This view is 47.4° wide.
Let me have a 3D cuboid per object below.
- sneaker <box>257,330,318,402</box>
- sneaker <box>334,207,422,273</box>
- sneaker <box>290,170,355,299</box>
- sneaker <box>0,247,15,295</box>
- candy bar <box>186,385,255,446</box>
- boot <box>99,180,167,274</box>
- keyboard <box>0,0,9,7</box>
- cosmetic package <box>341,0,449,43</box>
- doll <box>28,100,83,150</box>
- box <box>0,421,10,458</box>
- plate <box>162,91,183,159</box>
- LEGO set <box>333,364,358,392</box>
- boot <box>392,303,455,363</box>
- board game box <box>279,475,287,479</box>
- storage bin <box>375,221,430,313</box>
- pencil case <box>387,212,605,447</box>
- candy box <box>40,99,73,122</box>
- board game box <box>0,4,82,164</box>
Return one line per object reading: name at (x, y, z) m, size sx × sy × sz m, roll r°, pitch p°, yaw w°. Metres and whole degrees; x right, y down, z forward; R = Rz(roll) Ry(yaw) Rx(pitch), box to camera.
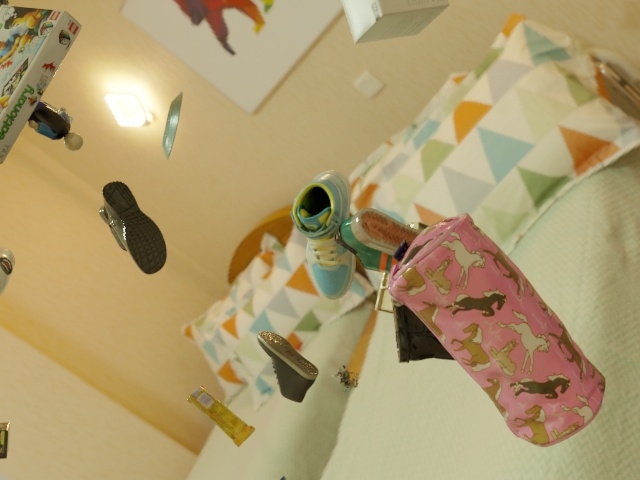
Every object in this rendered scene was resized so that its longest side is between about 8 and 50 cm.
sneaker at (-0.115, 0.360, 2.080) m, size 0.083 × 0.222 × 0.118 m, roll -7°, pitch -51°, yaw -54°
sneaker at (0.168, 0.028, 1.667) m, size 0.121 × 0.302 × 0.108 m, roll -27°, pitch 39°, yaw 51°
sneaker at (0.000, 0.000, 1.716) m, size 0.127 × 0.319 × 0.208 m, roll -2°, pitch 8°, yaw 17°
sneaker at (-0.680, 0.098, 1.280) m, size 0.331 × 0.122 × 0.146 m, roll -16°, pitch 24°, yaw 10°
candy bar at (-0.172, 0.292, 1.231) m, size 0.040 × 0.018 × 0.161 m, roll -43°, pitch 43°, yaw -21°
boot at (-0.439, -0.011, 1.709) m, size 0.083 × 0.246 × 0.161 m, roll -25°, pitch -13°, yaw -26°
keyboard at (-0.819, -0.605, 1.878) m, size 0.033 × 0.201 × 0.317 m, roll -14°, pitch -11°, yaw -19°
cosmetic package at (0.164, -0.561, 1.672) m, size 0.184 × 0.151 × 0.151 m, roll -15°, pitch -6°, yaw -24°
doll at (-0.548, -0.245, 1.445) m, size 0.046 × 0.189 × 0.129 m, roll -54°, pitch -1°, yaw 25°
box at (-0.691, 0.426, 1.551) m, size 0.083 × 0.052 × 0.062 m, roll 176°, pitch 96°, yaw -70°
plate at (-0.400, -0.309, 1.951) m, size 0.188 × 0.024 × 0.188 m, roll -168°, pitch 90°, yaw -74°
LEGO set at (0.058, 0.281, 1.490) m, size 0.023 × 0.054 × 0.083 m, roll -9°, pitch -2°, yaw 36°
boot at (0.290, 0.191, 1.848) m, size 0.094 × 0.207 × 0.246 m, roll 90°, pitch 176°, yaw -69°
board game box at (-0.117, 0.628, 1.697) m, size 0.169 × 0.033 × 0.133 m, roll -17°, pitch -72°, yaw -72°
storage bin at (0.320, 0.103, 2.096) m, size 0.123 × 0.262 × 0.260 m, roll -2°, pitch 74°, yaw 60°
pencil case at (0.272, 0.142, 1.129) m, size 0.167 × 0.386 × 0.160 m, roll -35°, pitch 10°, yaw 45°
candy box at (-0.893, -0.409, 2.246) m, size 0.070 × 0.196 × 0.165 m, roll -63°, pitch -21°, yaw -3°
board game box at (-0.591, -0.296, 1.353) m, size 0.193 × 0.053 × 0.305 m, roll 14°, pitch 72°, yaw 30°
